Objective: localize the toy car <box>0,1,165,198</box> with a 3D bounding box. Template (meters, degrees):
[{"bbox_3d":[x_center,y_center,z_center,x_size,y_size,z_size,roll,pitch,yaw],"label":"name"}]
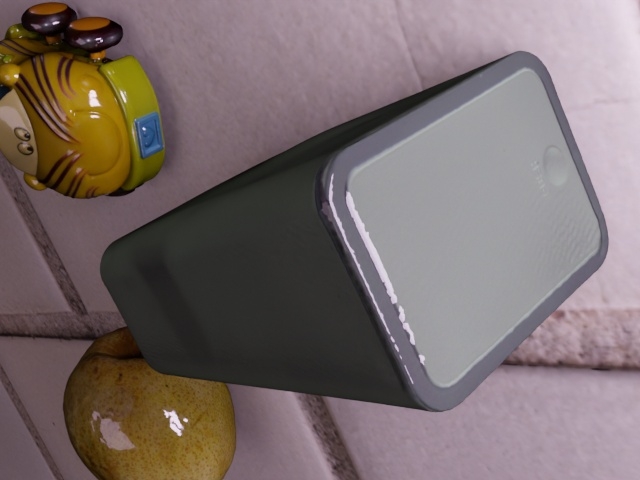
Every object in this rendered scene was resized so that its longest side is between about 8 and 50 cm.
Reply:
[{"bbox_3d":[-0.289,-0.138,0.878,0.248,0.142,0.200,24,132,37],"label":"toy car"}]

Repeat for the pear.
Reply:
[{"bbox_3d":[-0.214,0.213,1.010,0.228,0.188,0.211,9,130,43],"label":"pear"}]

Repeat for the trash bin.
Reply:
[{"bbox_3d":[0.000,0.000,0.619,0.343,0.223,0.158,-8,110,52],"label":"trash bin"}]
